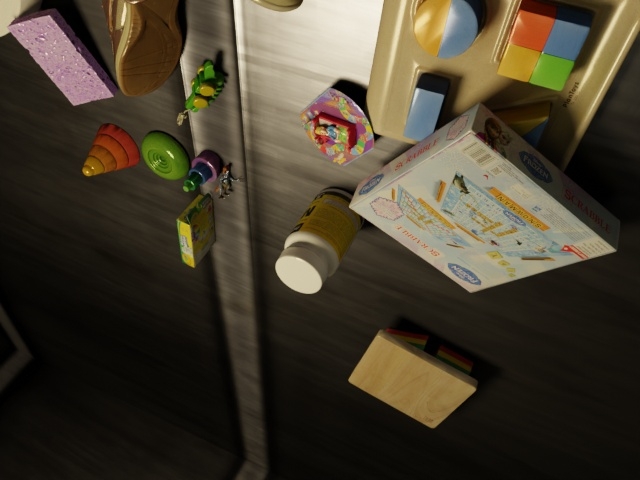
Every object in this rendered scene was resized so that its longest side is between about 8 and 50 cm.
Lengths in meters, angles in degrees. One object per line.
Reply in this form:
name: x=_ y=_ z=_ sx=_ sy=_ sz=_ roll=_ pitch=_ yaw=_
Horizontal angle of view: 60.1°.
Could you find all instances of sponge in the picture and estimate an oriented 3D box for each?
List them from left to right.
sponge: x=-0.538 y=-0.380 z=1.168 sx=0.117 sy=0.031 sz=0.210 roll=-4 pitch=143 yaw=20

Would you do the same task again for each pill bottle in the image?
pill bottle: x=0.000 y=0.000 z=1.118 sx=0.119 sy=0.208 sz=0.119 roll=17 pitch=137 yaw=17

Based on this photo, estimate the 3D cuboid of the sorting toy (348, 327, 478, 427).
sorting toy: x=0.231 y=0.328 z=1.391 sx=0.255 sy=0.089 sz=0.257 roll=28 pitch=140 yaw=6

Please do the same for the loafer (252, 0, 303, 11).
loafer: x=-0.116 y=-0.461 z=0.817 sx=0.268 sy=0.102 sz=0.092 roll=45 pitch=144 yaw=-14

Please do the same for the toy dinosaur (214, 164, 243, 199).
toy dinosaur: x=-0.222 y=-0.136 z=1.258 sx=0.090 sy=0.047 sz=0.082 roll=19 pitch=121 yaw=31

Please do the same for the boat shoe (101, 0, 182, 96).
boat shoe: x=-0.332 y=-0.417 z=1.009 sx=0.123 sy=0.123 sz=0.342 roll=56 pitch=149 yaw=18

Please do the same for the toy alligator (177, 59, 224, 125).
toy alligator: x=-0.234 y=-0.289 z=1.106 sx=0.051 sy=0.056 sz=0.189 roll=4 pitch=152 yaw=-32

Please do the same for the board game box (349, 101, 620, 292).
board game box: x=0.263 y=-0.046 z=0.943 sx=0.318 sy=0.066 sz=0.318 roll=34 pitch=149 yaw=-18

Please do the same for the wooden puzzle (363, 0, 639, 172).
wooden puzzle: x=0.235 y=-0.244 z=0.826 sx=0.347 sy=0.080 sz=0.322 roll=22 pitch=139 yaw=13

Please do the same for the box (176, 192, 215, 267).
box: x=-0.305 y=-0.030 z=1.363 sx=0.043 sy=0.105 sz=0.179 roll=22 pitch=138 yaw=11

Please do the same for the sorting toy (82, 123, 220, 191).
sorting toy: x=-0.408 y=-0.169 z=1.276 sx=0.365 sy=0.126 sz=0.127 roll=13 pitch=136 yaw=22

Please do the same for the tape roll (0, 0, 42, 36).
tape roll: x=-0.727 y=-0.601 z=1.090 sx=0.391 sy=0.072 sz=0.392 roll=17 pitch=137 yaw=16

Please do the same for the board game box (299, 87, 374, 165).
board game box: x=0.021 y=-0.196 z=1.016 sx=0.133 sy=0.033 sz=0.168 roll=51 pitch=150 yaw=-11

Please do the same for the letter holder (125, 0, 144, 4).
letter holder: x=-0.206 y=-0.468 z=0.699 sx=0.301 sy=0.152 sz=0.215 roll=-27 pitch=101 yaw=14
